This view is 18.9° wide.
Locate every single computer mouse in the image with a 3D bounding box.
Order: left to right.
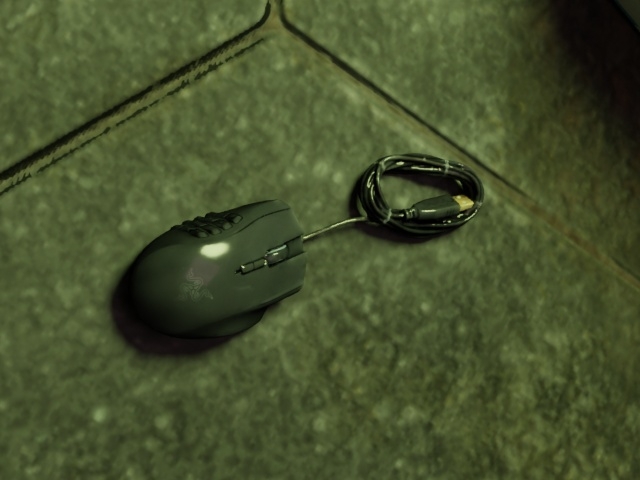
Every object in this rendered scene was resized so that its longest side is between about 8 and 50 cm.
[{"bbox_3d":[0.000,0.000,1.107,0.242,0.041,0.071,-20,101,-28],"label":"computer mouse"}]

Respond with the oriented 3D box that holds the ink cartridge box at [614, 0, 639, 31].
[{"bbox_3d":[0.322,-0.240,1.192,0.198,0.197,0.270,45,71,-24],"label":"ink cartridge box"}]
